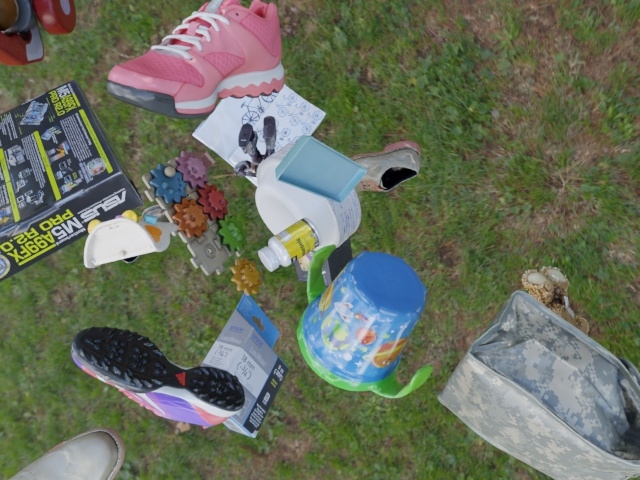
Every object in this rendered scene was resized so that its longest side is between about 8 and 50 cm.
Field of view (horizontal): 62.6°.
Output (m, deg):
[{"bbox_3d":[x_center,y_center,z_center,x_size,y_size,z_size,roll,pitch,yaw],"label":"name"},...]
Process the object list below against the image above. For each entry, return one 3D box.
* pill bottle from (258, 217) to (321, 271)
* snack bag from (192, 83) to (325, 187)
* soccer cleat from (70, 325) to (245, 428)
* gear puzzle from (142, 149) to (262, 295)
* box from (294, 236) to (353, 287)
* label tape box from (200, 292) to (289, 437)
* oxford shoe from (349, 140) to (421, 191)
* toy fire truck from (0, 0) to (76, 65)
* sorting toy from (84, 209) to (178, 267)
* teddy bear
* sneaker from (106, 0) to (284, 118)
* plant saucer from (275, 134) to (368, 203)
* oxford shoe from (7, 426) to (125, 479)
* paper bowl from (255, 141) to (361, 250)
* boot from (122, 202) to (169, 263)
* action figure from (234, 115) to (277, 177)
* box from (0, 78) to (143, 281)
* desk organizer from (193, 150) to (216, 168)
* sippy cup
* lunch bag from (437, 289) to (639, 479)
[{"bbox_3d":[-0.060,0.010,1.022,0.116,0.065,0.065,-33,79,-19],"label":"pill bottle"},{"bbox_3d":[-0.206,-0.380,1.720,0.342,0.037,0.323,39,91,13],"label":"snack bag"},{"bbox_3d":[-0.287,0.250,0.907,0.116,0.318,0.108,-44,34,24],"label":"soccer cleat"},{"bbox_3d":[-0.220,-0.024,1.097,0.044,0.175,0.338,-21,106,34],"label":"gear puzzle"},{"bbox_3d":[0.000,0.000,1.735,0.143,0.165,0.270,12,132,28],"label":"box"},{"bbox_3d":[-0.202,0.350,1.508,0.106,0.333,0.240,5,142,34],"label":"label tape box"},{"bbox_3d":[0.169,-0.216,1.756,0.348,0.123,0.130,-22,44,29],"label":"oxford shoe"},{"bbox_3d":[-0.527,-0.430,0.821,0.170,0.254,0.302,-1,114,0],"label":"toy fire truck"},{"bbox_3d":[-0.183,-0.006,0.529,0.083,0.075,0.044,-12,93,18],"label":"sorting toy"},{"bbox_3d":[0.659,0.236,1.492,0.113,0.245,0.338,-24,91,49],"label":"teddy bear"},{"bbox_3d":[-0.154,-0.252,0.686,0.116,0.314,0.136,22,123,20],"label":"sneaker"},{"bbox_3d":[0.005,-0.092,0.700,0.018,0.192,0.067,45,104,21],"label":"plant saucer"},{"bbox_3d":[-0.549,0.499,0.971,0.397,0.146,0.140,-38,79,-9],"label":"oxford shoe"},{"bbox_3d":[-0.049,-0.090,1.314,0.284,0.148,0.284,35,149,25],"label":"paper bowl"},{"bbox_3d":[-0.491,-0.017,1.488,0.219,0.082,0.106,-35,37,38],"label":"boot"},{"bbox_3d":[-0.166,-0.234,1.534,0.185,0.285,0.099,-8,64,0],"label":"action figure"},{"bbox_3d":[-0.377,-0.087,0.688,0.216,0.060,0.270,-31,51,-12],"label":"box"},{"bbox_3d":[-0.399,-0.262,1.736,0.050,0.047,0.130,-47,29,-15],"label":"desk organizer"},{"bbox_3d":[0.095,0.149,1.067,0.306,0.240,0.224,26,132,1],"label":"sippy cup"},{"bbox_3d":[0.357,0.252,0.812,0.287,0.169,0.235,38,154,22],"label":"lunch bag"}]
